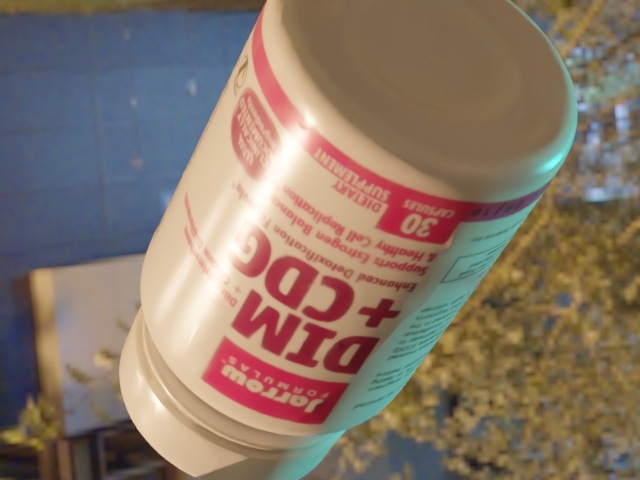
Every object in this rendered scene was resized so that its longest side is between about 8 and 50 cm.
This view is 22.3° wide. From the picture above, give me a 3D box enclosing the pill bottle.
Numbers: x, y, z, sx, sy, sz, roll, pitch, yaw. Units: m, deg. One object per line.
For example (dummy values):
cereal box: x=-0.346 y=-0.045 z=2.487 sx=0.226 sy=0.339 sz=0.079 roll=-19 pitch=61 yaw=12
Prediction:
pill bottle: x=0.000 y=0.000 z=0.845 sx=0.160 sy=0.160 sz=0.283 roll=-7 pitch=144 yaw=-33
